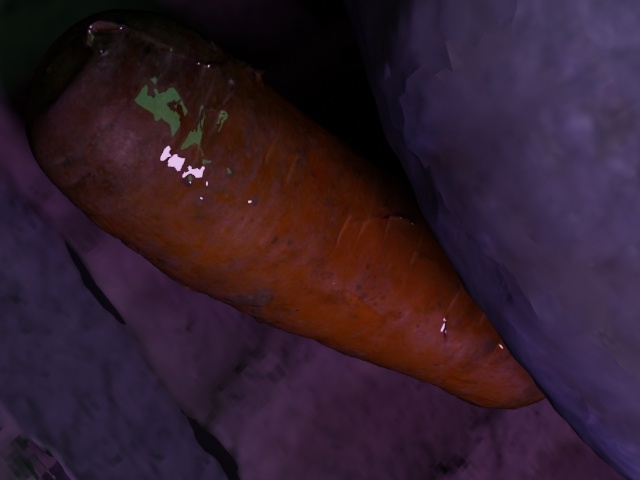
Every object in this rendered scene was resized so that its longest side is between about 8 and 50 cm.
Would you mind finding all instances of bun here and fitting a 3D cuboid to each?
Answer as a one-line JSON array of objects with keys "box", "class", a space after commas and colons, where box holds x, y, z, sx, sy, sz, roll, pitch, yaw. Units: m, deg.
[{"box": [0.148, -0.088, 0.531, 0.362, 0.211, 0.362, 31, 41, -31], "class": "bun"}]

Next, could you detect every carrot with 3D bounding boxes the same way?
[{"box": [0.000, 0.000, 0.510, 0.186, 0.060, 0.060, 32, 58, -32], "class": "carrot"}]
